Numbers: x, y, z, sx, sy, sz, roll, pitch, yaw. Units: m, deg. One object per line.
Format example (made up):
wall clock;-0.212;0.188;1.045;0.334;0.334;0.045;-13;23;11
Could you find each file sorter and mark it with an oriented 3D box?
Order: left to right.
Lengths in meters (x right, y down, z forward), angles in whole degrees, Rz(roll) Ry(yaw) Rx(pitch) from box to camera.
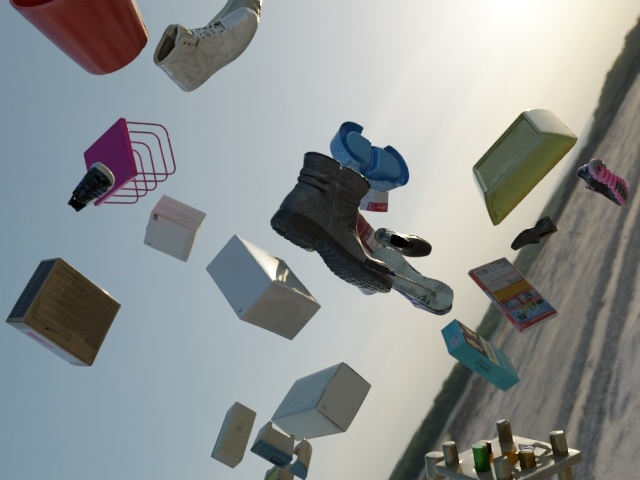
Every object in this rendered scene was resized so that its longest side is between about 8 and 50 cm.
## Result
file sorter;-0.654;-0.263;2.269;0.182;0.202;0.291;-4;-15;-45

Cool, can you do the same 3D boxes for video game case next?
video game case;0.676;0.186;2.314;0.204;0.285;0.025;-16;-36;-36

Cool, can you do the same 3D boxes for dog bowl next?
dog bowl;0.155;-0.260;2.120;0.074;0.297;0.165;-37;35;41

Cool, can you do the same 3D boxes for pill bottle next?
pill bottle;0.124;0.017;2.615;0.224;0.392;0.224;-37;17;13

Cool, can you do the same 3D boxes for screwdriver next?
screwdriver;0.161;0.077;1.336;0.025;0.170;0.024;-52;22;26

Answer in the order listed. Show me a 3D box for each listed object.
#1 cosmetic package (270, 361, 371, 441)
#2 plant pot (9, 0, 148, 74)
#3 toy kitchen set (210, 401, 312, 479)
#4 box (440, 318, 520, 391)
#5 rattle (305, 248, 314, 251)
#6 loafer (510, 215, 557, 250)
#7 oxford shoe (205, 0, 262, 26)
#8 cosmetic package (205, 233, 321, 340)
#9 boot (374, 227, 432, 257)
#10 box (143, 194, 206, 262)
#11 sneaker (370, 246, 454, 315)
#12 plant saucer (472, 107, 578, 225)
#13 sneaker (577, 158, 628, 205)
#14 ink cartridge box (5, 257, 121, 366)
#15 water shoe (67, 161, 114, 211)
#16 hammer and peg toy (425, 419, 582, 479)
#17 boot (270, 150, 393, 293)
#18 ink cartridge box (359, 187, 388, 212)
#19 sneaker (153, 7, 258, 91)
cosmetic package;-0.005;0.458;1.847;0.160;0.113;0.309;-54;10;-31
plant pot;-0.567;-0.560;1.610;0.275;0.275;0.243;-57;-34;-19
toy kitchen set;-0.141;0.467;1.366;0.166;0.207;0.122;-50;13;34
box;0.450;0.324;1.852;0.060;0.244;0.100;-44;27;21
rattle;0.000;0.000;2.120;0.143;0.200;0.130;26;-101;-31
loafer;0.735;-0.014;2.266;0.170;0.061;0.062;-37;-32;6
oxford shoe;-0.266;-0.790;2.311;0.449;0.130;0.169;-61;-14;-22
cosmetic package;-0.155;0.128;1.795;0.138;0.224;0.225;-50;-41;9
boot;0.281;0.018;2.095;0.137;0.198;0.076;-153;76;-76
box;-0.546;-0.044;2.466;0.119;0.182;0.181;-69;4;-48
sneaker;0.268;0.137;1.968;0.102;0.293;0.146;-49;-27;-11
plant saucer;0.576;-0.243;1.963;0.332;0.081;0.333;-51;14;22
sneaker;0.541;-0.107;1.264;0.057;0.119;0.047;-26;27;57
ink cartridge box;-0.659;0.188;1.706;0.234;0.088;0.193;51;-134;-40
water shoe;-0.602;-0.131;1.724;0.203;0.073;0.080;-35;18;52
hammer and peg toy;0.429;0.537;1.636;0.266;0.361;0.127;-11;-90;-28
boot;0.069;-0.044;1.513;0.118;0.338;0.222;-19;37;59
ink cartridge box;0.193;-0.179;2.341;0.109;0.063;0.150;-164;76;-64
sneaker;-0.306;-0.535;1.743;0.292;0.108;0.169;-42;-27;7
